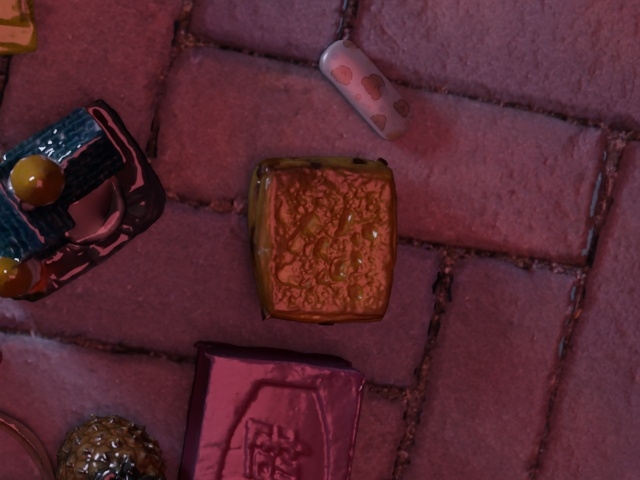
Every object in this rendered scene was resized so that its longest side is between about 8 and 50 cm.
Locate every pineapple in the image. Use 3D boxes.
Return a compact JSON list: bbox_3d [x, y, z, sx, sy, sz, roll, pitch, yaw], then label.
[{"bbox_3d":[-0.268,0.334,1.770,0.158,0.278,0.158,-3,102,-15],"label":"pineapple"}]

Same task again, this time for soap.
[{"bbox_3d":[-0.084,0.334,1.893,0.233,0.128,0.359,8,95,-14],"label":"soap"}]

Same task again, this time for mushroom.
[{"bbox_3d":[-0.413,0.305,1.857,0.068,0.043,0.306,-36,105,-32],"label":"mushroom"}]

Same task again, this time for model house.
[{"bbox_3d":[-0.332,-0.040,1.695,0.271,0.301,0.190,-34,98,-6],"label":"model house"}]

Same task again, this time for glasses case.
[{"bbox_3d":[0.065,-0.210,1.888,0.063,0.041,0.164,-44,106,-4],"label":"glasses case"}]

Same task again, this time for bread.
[{"bbox_3d":[0.000,0.000,1.880,0.210,0.099,0.235,0,93,-16],"label":"bread"}]

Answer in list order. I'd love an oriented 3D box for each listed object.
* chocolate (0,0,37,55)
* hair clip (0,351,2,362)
[{"bbox_3d":[-0.513,-0.372,1.676,0.288,0.137,0.301,-6,101,-12],"label":"chocolate"},{"bbox_3d":[-0.495,0.142,1.816,0.137,0.022,0.054,34,93,-16],"label":"hair clip"}]
